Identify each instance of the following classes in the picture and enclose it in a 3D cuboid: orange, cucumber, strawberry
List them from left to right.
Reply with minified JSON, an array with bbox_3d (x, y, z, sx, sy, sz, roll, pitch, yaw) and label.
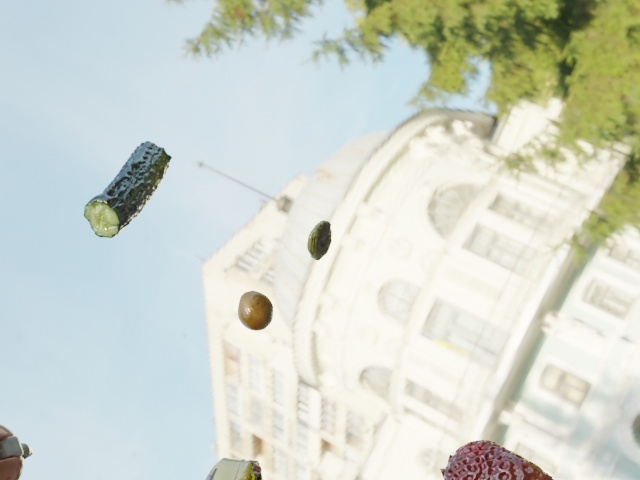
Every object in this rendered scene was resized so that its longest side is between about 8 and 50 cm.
[{"bbox_3d":[-0.229,-0.064,1.251,0.187,0.058,0.058,-72,-4,-61],"label":"cucumber"},{"bbox_3d":[-0.133,0.142,2.106,0.085,0.085,0.085,-48,-26,-33],"label":"orange"},{"bbox_3d":[0.383,0.524,2.196,0.205,0.244,0.205,11,-107,-41],"label":"strawberry"}]

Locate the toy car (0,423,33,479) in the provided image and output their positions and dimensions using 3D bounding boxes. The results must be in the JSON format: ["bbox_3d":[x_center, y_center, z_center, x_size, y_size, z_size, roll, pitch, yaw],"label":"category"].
[{"bbox_3d":[-0.428,0.255,1.077,0.212,0.180,0.270,-25,-14,2],"label":"toy car"}]

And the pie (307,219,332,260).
[{"bbox_3d":[0.000,0.000,2.076,0.084,0.020,0.084,-40,-41,-46],"label":"pie"}]

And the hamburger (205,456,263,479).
[{"bbox_3d":[-0.193,0.548,2.127,0.173,0.116,0.210,-51,17,54],"label":"hamburger"}]
